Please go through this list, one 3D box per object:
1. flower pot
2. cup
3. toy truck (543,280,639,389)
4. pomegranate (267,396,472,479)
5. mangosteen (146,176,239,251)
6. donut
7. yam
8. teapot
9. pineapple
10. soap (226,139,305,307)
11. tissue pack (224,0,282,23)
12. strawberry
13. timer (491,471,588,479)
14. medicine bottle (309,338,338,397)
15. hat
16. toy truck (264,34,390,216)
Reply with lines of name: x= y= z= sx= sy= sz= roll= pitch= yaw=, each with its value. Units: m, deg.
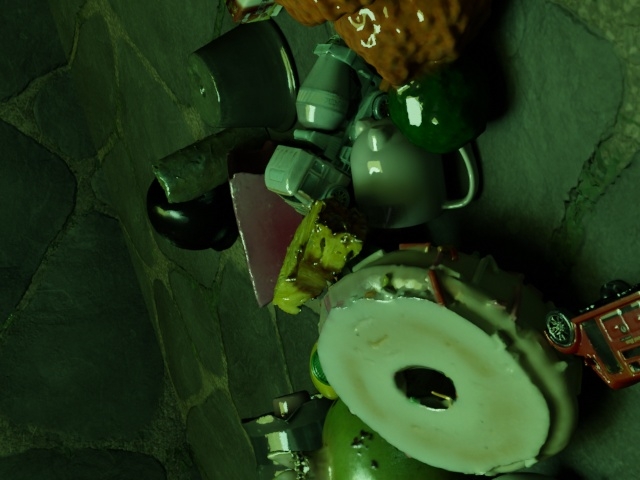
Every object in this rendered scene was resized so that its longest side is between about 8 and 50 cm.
flower pot: x=-0.159 y=-0.298 z=1.577 sx=0.235 sy=0.148 sz=0.235 roll=45 pitch=147 yaw=41
cup: x=0.120 y=-0.103 z=1.182 sx=0.173 sy=0.134 sz=0.142 roll=27 pitch=132 yaw=55
toy truck: x=0.355 y=0.086 z=0.891 sx=0.114 sy=0.107 sz=0.252 roll=65 pitch=154 yaw=11
pomegranate: x=0.090 y=0.353 z=1.387 sx=0.291 sy=0.323 sz=0.290 roll=-163 pitch=90 yaw=-78
mangosteen: x=-0.292 y=-0.075 z=1.950 sx=0.243 sy=0.243 sz=0.243 roll=44 pitch=145 yaw=43
donut: x=0.173 y=0.158 z=1.143 sx=0.383 sy=0.142 sz=0.382 roll=21 pitch=138 yaw=20
yam: x=-0.218 y=-0.159 z=1.683 sx=0.106 sy=0.259 sz=0.106 roll=42 pitch=149 yaw=33
teapot: x=-0.010 y=0.497 z=1.775 sx=0.376 sy=0.306 sz=0.361 roll=38 pitch=-143 yaw=-83
pineapple: x=0.001 y=0.001 z=1.190 sx=0.079 sy=0.135 sz=0.233 roll=31 pitch=142 yaw=-7
soap: x=-0.087 y=-0.047 z=1.509 sx=0.359 sy=0.128 sz=0.233 roll=-118 pitch=16 yaw=-75
tissue pack: x=-0.107 y=-0.451 z=1.410 sx=0.106 sy=0.099 sz=0.149 roll=67 pitch=155 yaw=6
strawberry: x=0.079 y=0.061 z=1.380 sx=0.280 sy=0.150 sz=0.253 roll=92 pitch=176 yaw=-51
timer: x=0.280 y=0.445 z=1.162 sx=0.233 sy=0.233 sz=0.240 roll=58 pitch=149 yaw=22
medicine bottle: x=0.019 y=0.219 z=1.458 sx=0.309 sy=0.076 sz=0.111 roll=93 pitch=160 yaw=-78
hat: x=0.103 y=-0.291 z=0.978 sx=0.400 sy=0.285 sz=0.285 roll=54 pitch=157 yaw=-11
toy truck: x=0.008 y=-0.169 z=1.266 sx=0.108 sy=0.140 sz=0.256 roll=21 pitch=82 yaw=57
